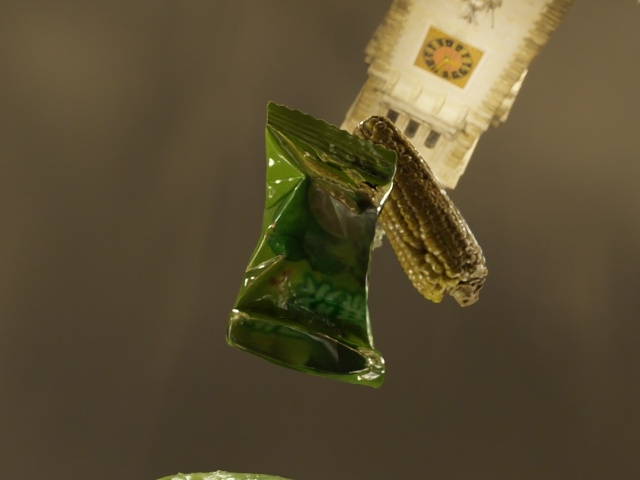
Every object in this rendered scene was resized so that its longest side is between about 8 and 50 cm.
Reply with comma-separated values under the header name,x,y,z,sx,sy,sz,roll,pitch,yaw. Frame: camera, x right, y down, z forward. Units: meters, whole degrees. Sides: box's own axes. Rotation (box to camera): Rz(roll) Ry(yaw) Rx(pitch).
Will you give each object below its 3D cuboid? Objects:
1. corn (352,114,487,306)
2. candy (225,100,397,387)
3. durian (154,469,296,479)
name,x,y,z,sx,sy,sz,roll,pitch,yaw
corn,0.145,-0.044,0.988,0.119,0.119,0.322,-22,-101,-20
candy,0.000,0.000,0.578,0.149,0.069,0.246,20,-115,-23
durian,-0.062,0.231,0.512,0.250,0.139,0.101,0,-139,17
